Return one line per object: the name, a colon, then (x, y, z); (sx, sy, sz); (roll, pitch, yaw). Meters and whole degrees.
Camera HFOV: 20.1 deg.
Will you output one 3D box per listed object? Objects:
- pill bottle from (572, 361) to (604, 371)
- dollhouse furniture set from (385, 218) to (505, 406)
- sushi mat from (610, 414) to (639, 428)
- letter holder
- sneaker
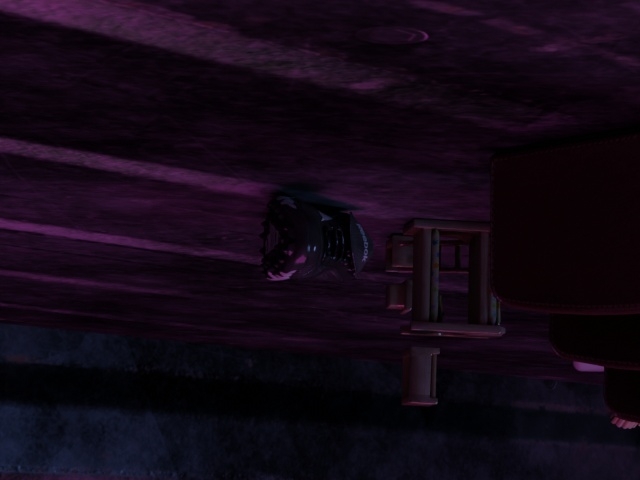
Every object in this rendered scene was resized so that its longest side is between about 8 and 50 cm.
pill bottle: (0.384, 0.077, 1.923); (0.229, 0.131, 0.131); (1, 172, 6)
dollhouse furniture set: (0.127, 0.081, 1.841); (0.101, 0.182, 0.161); (3, 172, -8)
sushi mat: (0.418, 0.127, 1.856); (0.151, 0.019, 0.316); (2, 149, -11)
letter holder: (0.280, 0.033, 1.327); (0.152, 0.214, 0.302); (8, 170, -38)
sneaker: (0.000, 0.000, 1.702); (0.106, 0.078, 0.234); (0, 176, -5)
